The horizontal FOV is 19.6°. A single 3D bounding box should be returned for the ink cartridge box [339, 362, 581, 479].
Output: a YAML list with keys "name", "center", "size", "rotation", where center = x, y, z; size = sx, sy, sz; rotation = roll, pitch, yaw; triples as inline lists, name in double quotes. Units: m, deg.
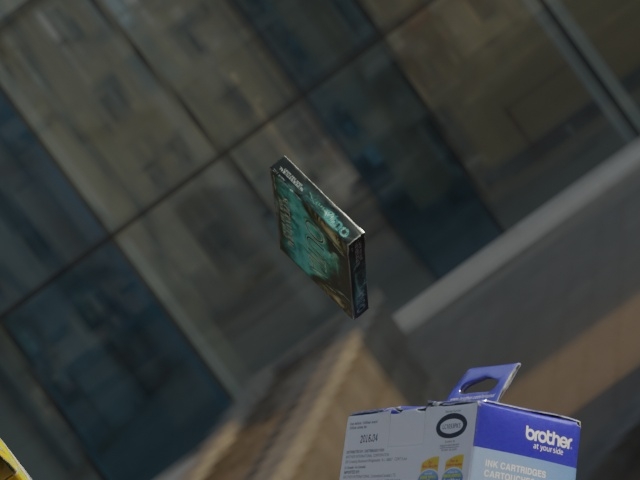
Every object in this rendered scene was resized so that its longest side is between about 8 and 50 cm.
- name: "ink cartridge box"
  center: [0.138, 0.323, 2.021]
  size: [0.151, 0.396, 0.270]
  rotation: [14, -15, -29]

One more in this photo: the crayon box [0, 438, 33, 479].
- name: "crayon box"
  center: [-0.353, 0.257, 1.956]
  size: [0.081, 0.202, 0.318]
  rotation: [-36, -41, -10]

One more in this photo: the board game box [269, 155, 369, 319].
- name: "board game box"
  center: [0.000, 0.000, 1.987]
  size: [0.026, 0.126, 0.186]
  rotation: [-39, -23, -16]
